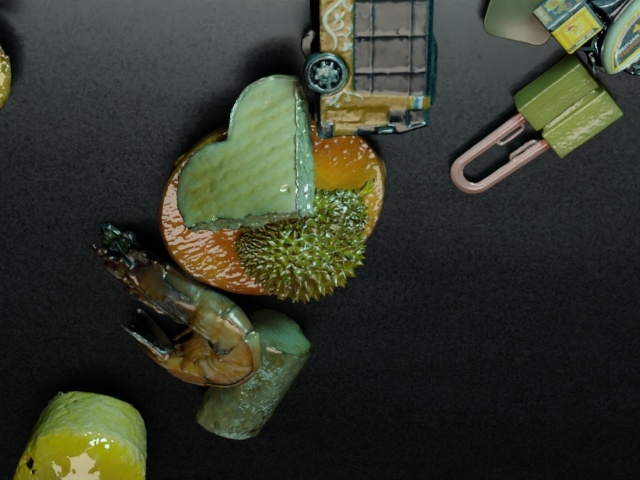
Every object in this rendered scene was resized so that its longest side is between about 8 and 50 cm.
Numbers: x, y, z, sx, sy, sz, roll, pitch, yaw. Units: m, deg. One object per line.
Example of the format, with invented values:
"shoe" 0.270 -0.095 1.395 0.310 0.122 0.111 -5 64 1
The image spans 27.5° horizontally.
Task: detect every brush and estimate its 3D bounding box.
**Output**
"brush" 0.271 -0.137 1.716 0.233 0.047 0.103 -37 114 18

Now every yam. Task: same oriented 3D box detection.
"yam" -0.099 0.199 1.863 0.107 0.107 0.194 24 116 -14

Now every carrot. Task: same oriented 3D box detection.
"carrot" -0.062 -0.053 1.739 0.307 0.100 0.258 -20 117 0

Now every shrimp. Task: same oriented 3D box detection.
"shrimp" -0.209 0.102 1.801 0.289 0.075 0.178 32 129 1

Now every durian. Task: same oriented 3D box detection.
"durian" 0.000 0.000 1.670 0.208 0.102 0.146 -41 109 2

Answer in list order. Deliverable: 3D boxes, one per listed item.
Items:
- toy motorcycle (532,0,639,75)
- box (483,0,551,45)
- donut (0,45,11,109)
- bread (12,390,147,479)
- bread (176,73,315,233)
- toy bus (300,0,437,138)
"toy motorcycle" 0.407 -0.311 1.591 0.263 0.091 0.157 -41 120 13
"box" 0.257 -0.310 1.628 0.091 0.031 0.126 10 119 -7
"donut" -0.476 -0.221 1.646 0.162 0.065 0.178 -36 113 12
"bread" -0.343 0.324 1.890 0.197 0.170 0.197 0 121 -1
"bread" -0.069 -0.089 1.616 0.172 0.064 0.232 38 92 21
"toy bus" 0.059 -0.269 1.589 0.167 0.138 0.275 -1 117 -3
